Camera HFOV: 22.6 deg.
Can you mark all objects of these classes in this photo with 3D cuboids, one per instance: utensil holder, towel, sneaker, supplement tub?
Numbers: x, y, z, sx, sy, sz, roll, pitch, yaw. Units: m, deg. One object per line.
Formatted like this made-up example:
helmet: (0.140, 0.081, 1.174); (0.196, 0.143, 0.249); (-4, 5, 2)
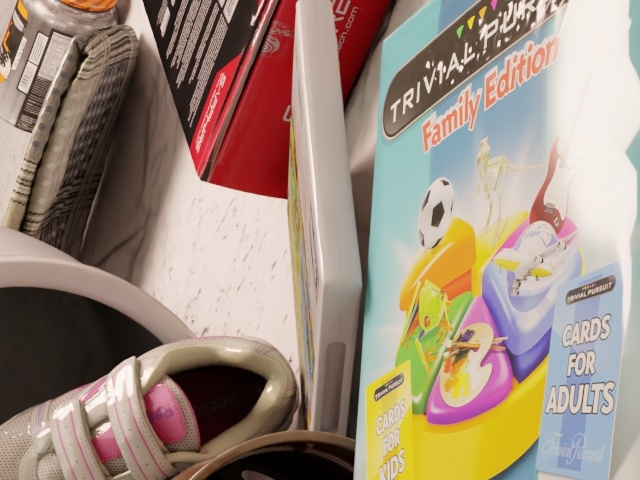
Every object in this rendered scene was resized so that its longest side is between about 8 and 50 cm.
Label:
utensil holder: (-0.267, 0.153, 1.255); (0.385, 0.328, 0.327); (-161, 85, -69)
towel: (-0.255, -0.055, 1.587); (0.312, 0.056, 0.324); (-91, 22, -81)
sneaker: (-0.123, 0.123, 1.024); (0.103, 0.252, 0.111); (59, 162, 8)
supplement tub: (-0.301, -0.224, 1.824); (0.190, 0.117, 0.117); (-62, 26, 31)

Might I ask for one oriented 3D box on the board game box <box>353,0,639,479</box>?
board game box: (0.108, 0.010, 0.762); (0.254, 0.079, 0.336); (-35, 46, 58)

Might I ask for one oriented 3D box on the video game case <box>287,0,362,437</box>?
video game case: (0.000, 0.000, 1.001); (0.206, 0.026, 0.227); (94, 172, -51)

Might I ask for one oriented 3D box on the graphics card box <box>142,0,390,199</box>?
graphics card box: (-0.048, -0.221, 1.250); (0.232, 0.094, 0.371); (-66, 25, 25)

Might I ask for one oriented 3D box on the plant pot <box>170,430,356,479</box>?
plant pot: (-0.030, 0.188, 0.907); (0.165, 0.167, 0.167); (163, 118, -75)
